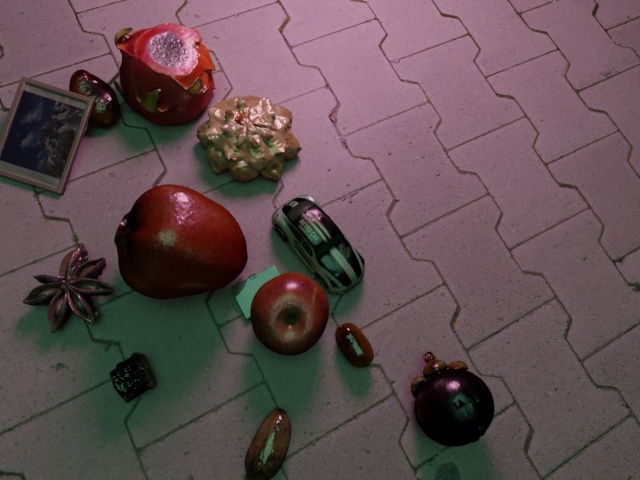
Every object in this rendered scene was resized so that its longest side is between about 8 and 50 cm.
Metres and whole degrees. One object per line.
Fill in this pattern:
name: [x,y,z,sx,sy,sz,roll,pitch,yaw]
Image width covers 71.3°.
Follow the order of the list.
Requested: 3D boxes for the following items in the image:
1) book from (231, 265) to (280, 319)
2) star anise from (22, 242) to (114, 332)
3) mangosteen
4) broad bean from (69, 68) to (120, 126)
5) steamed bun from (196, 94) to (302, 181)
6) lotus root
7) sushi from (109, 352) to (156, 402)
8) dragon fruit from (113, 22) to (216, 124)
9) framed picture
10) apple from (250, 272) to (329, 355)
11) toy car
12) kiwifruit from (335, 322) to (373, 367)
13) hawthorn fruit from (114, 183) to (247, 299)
book: [-0.161,0.136,1.199,0.135,0.017,0.103,-28,80,-15]
star anise: [-0.611,0.128,1.112,0.212,0.073,0.197,-38,77,-14]
mangosteen: [0.315,0.387,1.109,0.194,0.194,0.230,-17,46,-13]
broad bean: [-0.643,-0.402,1.273,0.114,0.084,0.165,-45,89,0]
steamed bun: [-0.195,-0.308,1.278,0.292,0.137,0.295,-27,76,-18]
lotus root: [-0.120,0.490,1.056,0.080,0.089,0.179,41,64,-33]
sushi: [-0.446,0.327,1.069,0.084,0.098,0.094,-28,97,-11]
dragon fruit: [-0.437,-0.484,1.270,0.291,0.189,0.290,2,72,-6]
framed picture: [-0.757,-0.286,1.217,0.209,0.019,0.281,16,87,-3]
apple: [-0.076,0.180,1.122,0.201,0.162,0.201,0,94,-7]
toy car: [0.000,0.000,1.209,0.136,0.125,0.306,-37,79,-17]
kiwifruit: [0.088,0.273,1.160,0.075,0.075,0.124,-34,75,-16]
hawthorn fruit: [-0.334,0.010,1.078,0.312,0.295,0.295,12,71,0]
